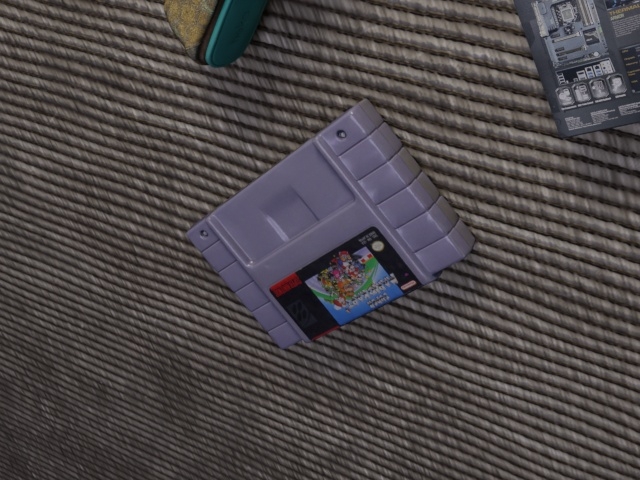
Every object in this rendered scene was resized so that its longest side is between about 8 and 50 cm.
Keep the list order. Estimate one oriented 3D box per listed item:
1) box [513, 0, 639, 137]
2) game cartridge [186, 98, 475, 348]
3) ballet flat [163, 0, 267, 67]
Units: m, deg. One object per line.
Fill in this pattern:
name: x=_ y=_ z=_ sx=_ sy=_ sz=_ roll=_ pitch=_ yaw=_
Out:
box: x=0.304 y=-0.205 z=0.770 sx=0.233 sy=0.059 sz=0.183 roll=-11 pitch=115 yaw=37
game cartridge: x=0.000 y=0.000 z=1.102 sx=0.355 sy=0.068 sz=0.230 roll=-32 pitch=97 yaw=42
ballet flat: x=-0.075 y=-0.333 z=0.889 sx=0.123 sy=0.123 sz=0.348 roll=41 pitch=133 yaw=1
